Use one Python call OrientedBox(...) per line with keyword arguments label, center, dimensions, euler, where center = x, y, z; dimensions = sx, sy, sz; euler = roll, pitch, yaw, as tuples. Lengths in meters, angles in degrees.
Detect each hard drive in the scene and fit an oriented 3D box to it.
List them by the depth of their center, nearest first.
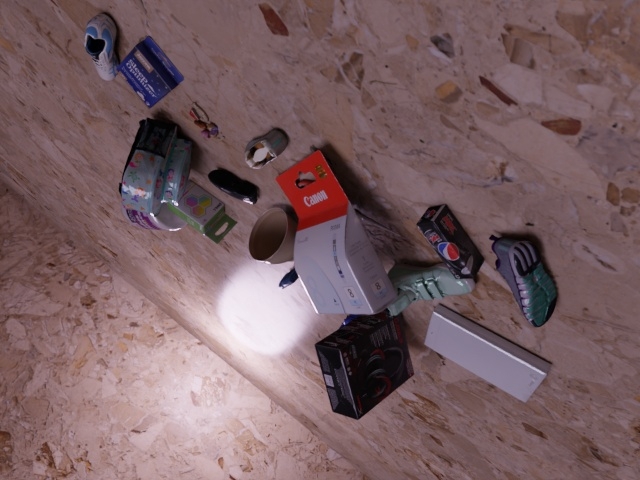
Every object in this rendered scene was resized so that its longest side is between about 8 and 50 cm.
OrientedBox(label="hard drive", center=(0.430, 0.301, 1.462), dimensions=(0.307, 0.040, 0.203), euler=(29, 150, 21))

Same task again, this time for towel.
OrientedBox(label="towel", center=(-0.102, 0.124, 1.820), dimensions=(0.029, 0.067, 0.119), euler=(42, 153, -8))

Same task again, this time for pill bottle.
OrientedBox(label="pill bottle", center=(-0.587, -0.121, 1.944), dimensions=(0.301, 0.169, 0.169), euler=(3, 135, 49))

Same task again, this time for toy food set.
OrientedBox(label="toy food set", center=(-0.317, -0.312, 1.491), dimensions=(0.122, 0.019, 0.078), euler=(49, 151, -17))

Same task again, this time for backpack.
OrientedBox(label="backpack", center=(-0.488, -0.198, 1.623), dimensions=(0.190, 0.254, 0.225), euler=(21, 152, -7))
OrientedBox(label="backpack", center=(0.107, 0.280, 1.737), dimensions=(0.097, 0.120, 0.101), euler=(23, 148, 30))

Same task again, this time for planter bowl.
OrientedBox(label="planter bowl", center=(-0.114, -0.001, 1.582), dimensions=(0.162, 0.162, 0.109), euler=(6, 165, 46))

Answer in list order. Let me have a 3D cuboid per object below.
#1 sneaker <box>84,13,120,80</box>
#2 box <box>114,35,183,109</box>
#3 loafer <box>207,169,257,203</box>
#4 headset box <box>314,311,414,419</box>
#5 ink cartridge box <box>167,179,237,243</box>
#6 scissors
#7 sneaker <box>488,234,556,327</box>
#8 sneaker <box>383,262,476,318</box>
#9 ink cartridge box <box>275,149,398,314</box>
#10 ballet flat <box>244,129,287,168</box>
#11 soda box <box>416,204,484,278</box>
OrientedBox(label="sneaker", center=(-0.593, -0.506, 1.475), dimensions=(0.085, 0.086, 0.237), euler=(38, 154, -1))
OrientedBox(label="box", center=(-0.458, -0.440, 1.461), dimensions=(0.136, 0.036, 0.225), euler=(51, 149, -20))
OrientedBox(label="loafer", center=(-0.258, -0.153, 1.614), dimensions=(0.170, 0.062, 0.061), euler=(30, 156, 20))
OrientedBox(label="headset box", center=(0.143, 0.338, 1.588), dimensions=(0.110, 0.293, 0.218), euler=(0, 108, 48))
OrientedBox(label="ink cartridge box", center=(-0.385, -0.095, 1.799), dimensions=(0.209, 0.109, 0.062), euler=(35, 153, 8))
OrientedBox(label="scissors", center=(0.065, -0.081, 1.363), dimensions=(0.297, 0.021, 0.109), euler=(20, 145, 35))
OrientedBox(label="sneaker", center=(0.416, 0.078, 1.137), dimensions=(0.098, 0.083, 0.224), euler=(35, 156, 57))
OrientedBox(label="sneaker", center=(0.242, 0.134, 1.325), dimensions=(0.255, 0.151, 0.094), euler=(-2, 130, 50))
OrientedBox(label="ink cartridge box", center=(0.000, 0.000, 1.357), dimensions=(0.385, 0.091, 0.308), euler=(61, 156, -6))
OrientedBox(label="ballet flat", center=(-0.155, -0.218, 1.382), dimensions=(0.072, 0.068, 0.213), euler=(47, 152, -13))
OrientedBox(label="soda box", center=(0.281, 0.006, 1.186), dimensions=(0.169, 0.060, 0.053), euler=(50, 150, -19))
